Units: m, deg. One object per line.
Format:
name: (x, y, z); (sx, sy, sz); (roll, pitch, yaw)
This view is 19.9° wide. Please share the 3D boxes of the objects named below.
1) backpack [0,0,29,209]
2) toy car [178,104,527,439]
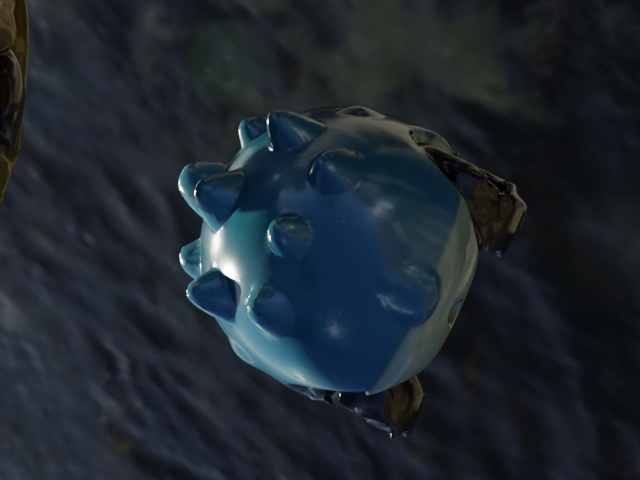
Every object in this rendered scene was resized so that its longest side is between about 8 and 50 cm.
backpack: (-0.299, -0.156, 1.140); (0.201, 0.378, 0.353); (2, 173, 15)
toy car: (0.000, 0.000, 1.170); (0.190, 0.188, 0.255); (25, -175, -15)
